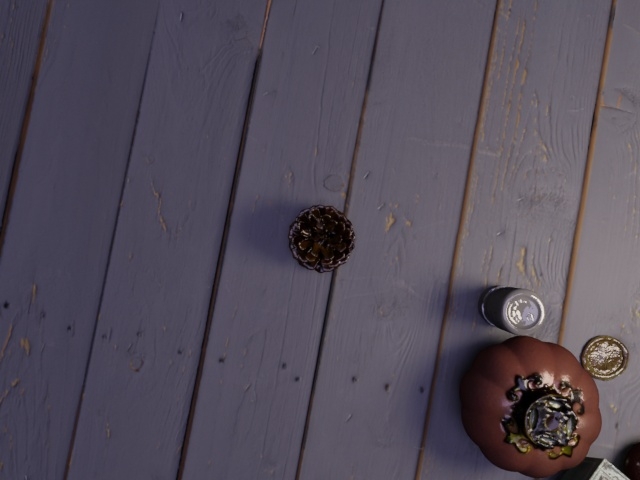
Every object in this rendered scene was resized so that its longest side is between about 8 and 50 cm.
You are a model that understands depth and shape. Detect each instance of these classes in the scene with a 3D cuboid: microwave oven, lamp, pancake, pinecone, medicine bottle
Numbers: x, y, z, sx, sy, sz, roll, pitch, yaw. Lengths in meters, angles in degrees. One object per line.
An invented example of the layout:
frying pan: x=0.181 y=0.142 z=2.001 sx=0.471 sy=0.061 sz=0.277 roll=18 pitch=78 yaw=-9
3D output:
microwave oven: x=0.648 y=0.597 z=1.097 sx=0.208 sy=0.162 sz=0.122 roll=41 pitch=77 yaw=16
lamp: x=0.782 y=0.537 z=1.134 sx=0.156 sy=0.135 sz=0.157 roll=1 pitch=65 yaw=42
lamp: x=0.462 y=0.366 z=1.095 sx=0.306 sy=0.239 sz=0.305 roll=0 pitch=88 yaw=3
pancake: x=0.688 y=0.284 z=1.205 sx=0.115 sy=0.011 sz=0.114 roll=0 pitch=89 yaw=3
pinecone: x=0.001 y=-0.007 z=1.164 sx=0.163 sy=0.165 sz=0.162 roll=0 pitch=83 yaw=4
medicine bottle: x=0.434 y=0.157 z=1.141 sx=0.105 sy=0.168 sz=0.105 roll=0 pitch=88 yaw=1
